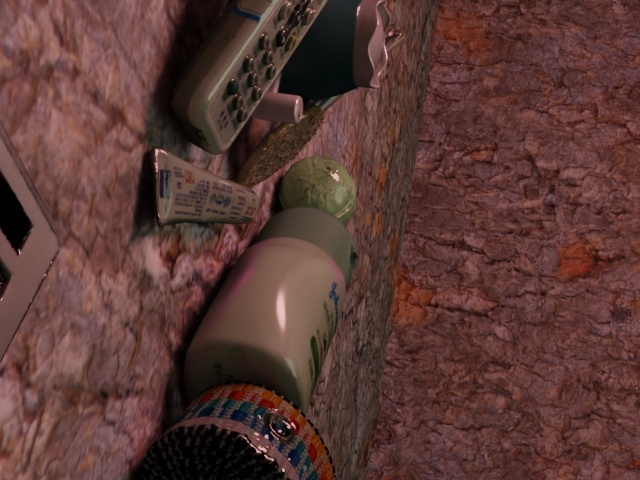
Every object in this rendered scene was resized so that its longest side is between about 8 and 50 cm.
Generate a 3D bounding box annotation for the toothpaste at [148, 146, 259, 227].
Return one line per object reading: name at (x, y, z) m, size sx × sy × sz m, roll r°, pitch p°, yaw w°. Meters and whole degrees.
toothpaste at (-0.122, -0.046, 0.922) m, size 0.069 × 0.047 × 0.268 m, roll -64°, pitch 166°, yaw 5°

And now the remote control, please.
remote control at (-0.048, -0.250, 0.885) m, size 0.335 × 0.065 × 0.128 m, roll -58°, pitch 166°, yaw -13°

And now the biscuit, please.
biscuit at (-0.051, -0.120, 1.077) m, size 0.152 × 0.020 × 0.152 m, roll -42°, pitch 174°, yaw -6°

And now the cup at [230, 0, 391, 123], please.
cup at (-0.007, -0.247, 1.029) m, size 0.168 × 0.173 × 0.300 m, roll 85°, pitch 17°, yaw -50°

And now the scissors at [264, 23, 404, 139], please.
scissors at (0.030, -0.228, 1.192) m, size 0.289 × 0.041 × 0.138 m, roll -44°, pitch -178°, yaw -29°

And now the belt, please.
belt at (-0.088, 0.291, 0.906) m, size 0.150 × 0.207 × 0.258 m, roll -43°, pitch 131°, yaw -68°

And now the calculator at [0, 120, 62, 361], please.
calculator at (-0.236, 0.050, 0.511) m, size 0.161 × 0.021 × 0.262 m, roll 81°, pitch 21°, yaw -53°

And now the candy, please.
candy at (0.000, 0.000, 1.418) m, size 0.440 × 0.119 × 0.119 m, roll 87°, pitch 15°, yaw -64°

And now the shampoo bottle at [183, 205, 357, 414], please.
shampoo bottle at (-0.049, 0.086, 1.090) m, size 0.350 × 0.151 × 0.222 m, roll -67°, pitch 158°, yaw -54°
